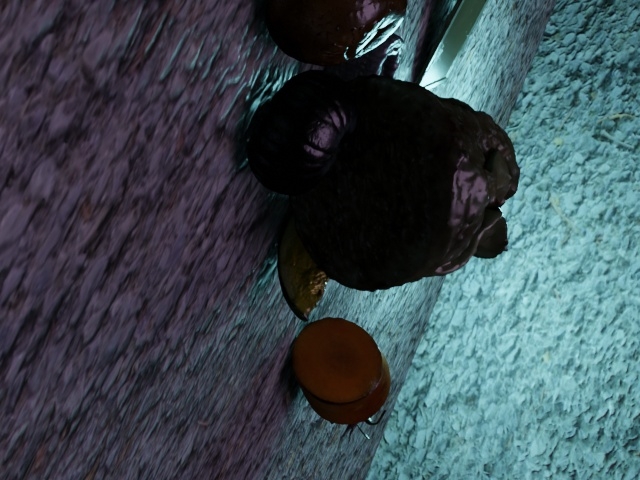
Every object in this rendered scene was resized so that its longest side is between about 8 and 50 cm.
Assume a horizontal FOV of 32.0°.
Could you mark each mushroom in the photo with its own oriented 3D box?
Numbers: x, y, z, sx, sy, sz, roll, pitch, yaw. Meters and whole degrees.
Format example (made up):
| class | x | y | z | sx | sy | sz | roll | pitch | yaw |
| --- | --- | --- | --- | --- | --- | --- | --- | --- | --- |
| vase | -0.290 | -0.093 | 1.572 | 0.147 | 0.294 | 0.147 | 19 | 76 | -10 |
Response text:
| class | x | y | z | sx | sy | sz | roll | pitch | yaw |
| --- | --- | --- | --- | --- | --- | --- | --- | --- | --- |
| mushroom | 0.028 | -0.321 | 1.605 | 0.231 | 0.138 | 0.194 | -13 | 147 | -49 |

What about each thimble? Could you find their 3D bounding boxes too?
| class | x | y | z | sx | sy | sz | roll | pitch | yaw |
| --- | --- | --- | --- | --- | --- | --- | --- | --- | --- |
| thimble | 0.076 | -0.305 | 1.956 | 0.150 | 0.097 | 0.150 | 21 | 90 | -74 |

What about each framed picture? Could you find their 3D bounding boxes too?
| class | x | y | z | sx | sy | sz | roll | pitch | yaw |
| --- | --- | --- | --- | --- | --- | --- | --- | --- | --- |
| framed picture | 0.308 | -0.475 | 2.547 | 0.296 | 0.019 | 0.232 | -63 | 165 | 25 |

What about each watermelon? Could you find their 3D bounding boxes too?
| class | x | y | z | sx | sy | sz | roll | pitch | yaw |
| --- | --- | --- | --- | --- | --- | --- | --- | --- | --- |
| watermelon | 0.000 | 0.000 | 2.008 | 0.301 | 0.129 | 0.123 | -58 | 158 | -20 |

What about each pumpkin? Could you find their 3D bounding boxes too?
| class | x | y | z | sx | sy | sz | roll | pitch | yaw |
| --- | --- | --- | --- | --- | --- | --- | --- | --- | --- |
| pumpkin | -0.031 | -0.166 | 1.698 | 0.202 | 0.140 | 0.202 | -59 | 174 | -10 |

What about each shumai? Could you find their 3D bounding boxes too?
| class | x | y | z | sx | sy | sz | roll | pitch | yaw |
| --- | --- | --- | --- | --- | --- | --- | --- | --- | --- |
| shumai | 0.177 | -0.115 | 1.877 | 0.348 | 0.395 | 0.395 | -16 | 129 | -38 |

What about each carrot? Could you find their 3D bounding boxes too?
| class | x | y | z | sx | sy | sz | roll | pitch | yaw |
| --- | --- | --- | --- | --- | --- | --- | --- | --- | --- |
| carrot | 0.059 | 0.301 | 2.427 | 0.331 | 0.214 | 0.193 | 79 | 35 | -67 |
